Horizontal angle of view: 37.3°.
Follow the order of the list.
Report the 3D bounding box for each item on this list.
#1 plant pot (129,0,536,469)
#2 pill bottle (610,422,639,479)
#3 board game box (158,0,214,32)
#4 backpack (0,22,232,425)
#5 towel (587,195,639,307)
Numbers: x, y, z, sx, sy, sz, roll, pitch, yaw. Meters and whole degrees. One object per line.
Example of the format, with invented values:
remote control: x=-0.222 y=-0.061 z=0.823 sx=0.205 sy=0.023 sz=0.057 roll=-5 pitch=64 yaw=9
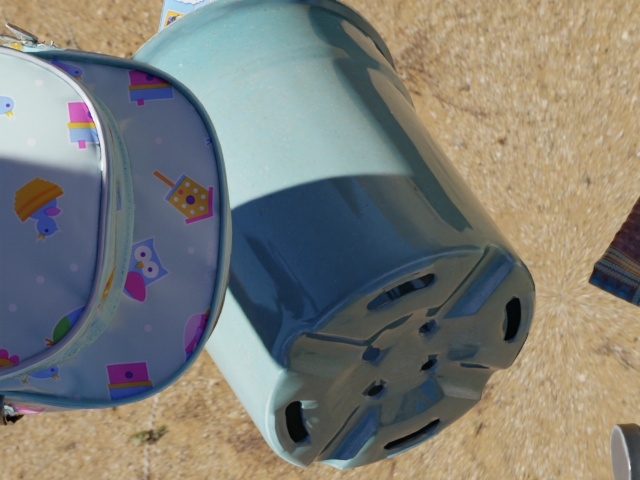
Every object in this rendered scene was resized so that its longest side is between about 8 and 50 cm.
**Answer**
plant pot: x=0.000 y=0.000 z=0.863 sx=0.341 sy=0.341 sz=0.334 roll=-43 pitch=49 yaw=8
pill bottle: x=0.470 y=0.262 z=1.138 sx=0.219 sy=0.123 sz=0.122 roll=-4 pitch=86 yaw=3
board game box: x=-0.166 y=-0.289 z=1.425 sx=0.160 sy=0.039 sz=0.211 roll=10 pitch=86 yaw=-6
backpack: x=-0.128 y=-0.005 z=0.401 sx=0.188 sy=0.144 sz=0.165 roll=1 pitch=82 yaw=-12
towel: x=0.514 y=0.024 z=1.007 sx=0.370 sy=0.040 sz=0.271 roll=26 pitch=59 yaw=25
